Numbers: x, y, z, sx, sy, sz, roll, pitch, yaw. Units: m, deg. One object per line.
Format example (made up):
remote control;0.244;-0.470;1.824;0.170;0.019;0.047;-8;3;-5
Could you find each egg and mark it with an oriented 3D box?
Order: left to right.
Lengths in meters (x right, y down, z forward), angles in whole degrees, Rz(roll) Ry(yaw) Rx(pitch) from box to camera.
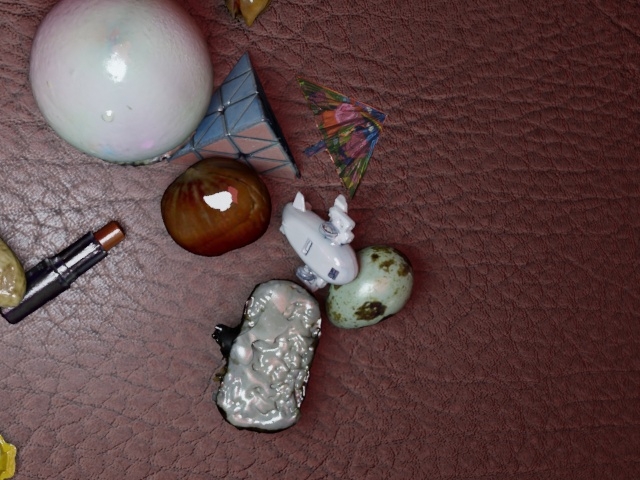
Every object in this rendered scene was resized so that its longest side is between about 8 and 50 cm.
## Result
egg;-0.383;-0.336;1.418;0.355;0.340;0.354;1;85;-9
egg;0.111;0.112;1.709;0.231;0.169;0.169;-39;103;0

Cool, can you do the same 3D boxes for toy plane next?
toy plane;0.000;0.000;1.655;0.118;0.245;0.244;-18;99;-45

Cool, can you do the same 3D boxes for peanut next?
peanut;-0.666;0.040;1.470;0.236;0.110;0.120;47;107;10

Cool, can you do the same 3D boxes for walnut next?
walnut;-0.153;-0.587;1.611;0.137;0.137;0.245;5;83;-18

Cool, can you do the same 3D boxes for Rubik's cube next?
Rubik's cube;-0.164;-0.244;1.617;0.233;0.228;0.228;33;126;18

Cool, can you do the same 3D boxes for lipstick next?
lipstick;-0.538;0.061;1.547;0.300;0.081;0.081;-37;102;-12

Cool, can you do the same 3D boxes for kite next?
kite;0.062;-0.262;1.754;0.234;0.016;0.321;-26;100;-14

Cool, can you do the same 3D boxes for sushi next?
sushi;-0.129;0.246;1.628;0.235;0.207;0.348;20;81;-6

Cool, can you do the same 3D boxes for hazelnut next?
hazelnut;-0.226;-0.075;1.572;0.230;0.229;0.229;-1;93;-17

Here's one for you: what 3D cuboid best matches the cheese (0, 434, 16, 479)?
cheese;-0.759;0.448;1.501;0.271;0.069;0.176;3;85;-9
